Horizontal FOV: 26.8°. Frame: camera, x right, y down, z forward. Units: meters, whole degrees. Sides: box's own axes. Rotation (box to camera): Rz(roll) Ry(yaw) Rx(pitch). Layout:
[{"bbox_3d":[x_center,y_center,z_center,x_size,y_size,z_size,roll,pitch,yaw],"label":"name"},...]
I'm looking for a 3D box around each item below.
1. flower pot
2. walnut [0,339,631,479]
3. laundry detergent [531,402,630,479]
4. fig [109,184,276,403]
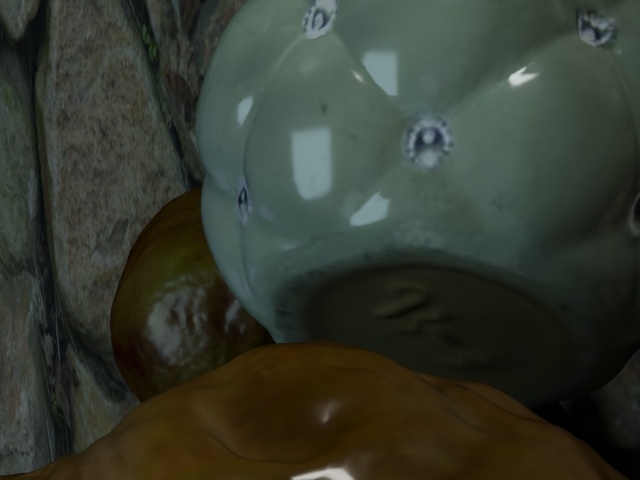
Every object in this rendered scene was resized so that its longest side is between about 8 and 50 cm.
[{"bbox_3d":[0.063,-0.038,0.608,0.246,0.246,0.195,129,156,-54],"label":"flower pot"},{"bbox_3d":[-0.012,0.214,0.423,0.308,0.354,0.398,61,180,-26],"label":"walnut"},{"bbox_3d":[0.088,0.120,0.748,0.144,0.078,0.221,62,154,-2],"label":"laundry detergent"},{"bbox_3d":[0.005,0.033,0.853,0.290,0.190,0.191,-12,82,36],"label":"fig"}]
